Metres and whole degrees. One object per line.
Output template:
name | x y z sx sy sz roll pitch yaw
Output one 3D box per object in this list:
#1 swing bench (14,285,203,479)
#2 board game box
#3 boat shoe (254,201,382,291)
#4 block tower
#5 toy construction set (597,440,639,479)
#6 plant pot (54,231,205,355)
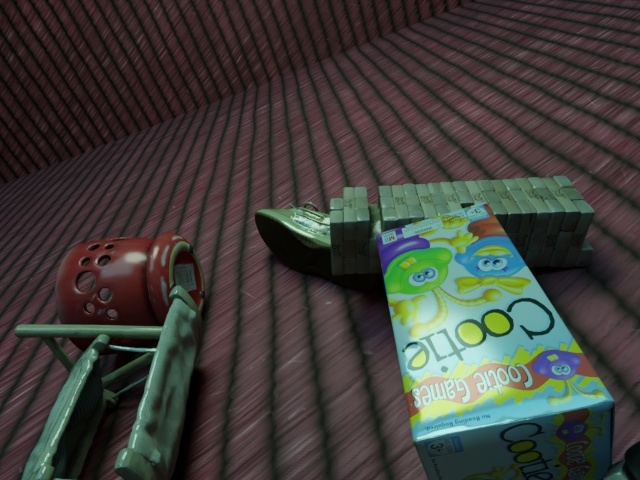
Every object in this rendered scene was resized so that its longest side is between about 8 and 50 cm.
swing bench | -0.271 0.219 0.537 0.254 0.165 0.253 -13 32 5
board game box | 0.154 0.104 0.455 0.141 0.144 0.275 -17 32 11
boat shoe | 0.000 0.000 0.754 0.285 0.105 0.089 24 49 36
block tower | 0.181 -0.020 0.595 0.335 0.097 0.091 -1 37 3
toy construction set | 0.283 0.213 0.192 0.309 0.257 0.237 -44 80 -5
plant pot | -0.296 0.085 0.726 0.173 0.191 0.191 -8 34 7
